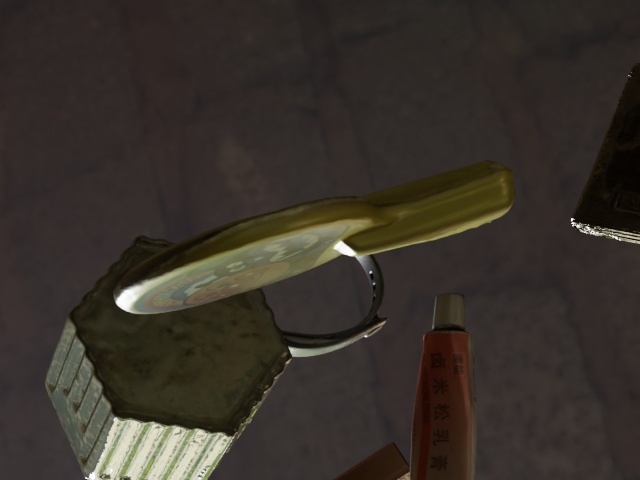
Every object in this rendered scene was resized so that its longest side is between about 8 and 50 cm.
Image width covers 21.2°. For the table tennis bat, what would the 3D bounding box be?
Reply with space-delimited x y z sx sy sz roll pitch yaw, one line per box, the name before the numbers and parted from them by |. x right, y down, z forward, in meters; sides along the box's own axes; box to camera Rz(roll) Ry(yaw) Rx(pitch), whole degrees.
table tennis bat | 0.000 0.000 1.463 0.224 0.368 0.054 129 123 -69

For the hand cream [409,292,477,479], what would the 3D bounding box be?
hand cream | 0.090 0.143 1.263 0.038 0.052 0.216 24 -118 -47

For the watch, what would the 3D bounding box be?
watch | -0.021 0.065 2.274 0.193 0.206 0.068 58 160 8

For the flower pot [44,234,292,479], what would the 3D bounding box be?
flower pot | -0.162 0.134 1.798 0.239 0.209 0.189 63 153 20

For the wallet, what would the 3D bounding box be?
wallet | 0.396 -0.106 2.074 0.042 0.124 0.230 47 -117 -52

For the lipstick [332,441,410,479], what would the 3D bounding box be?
lipstick | 0.036 0.289 1.942 0.045 0.145 0.045 56 178 29
